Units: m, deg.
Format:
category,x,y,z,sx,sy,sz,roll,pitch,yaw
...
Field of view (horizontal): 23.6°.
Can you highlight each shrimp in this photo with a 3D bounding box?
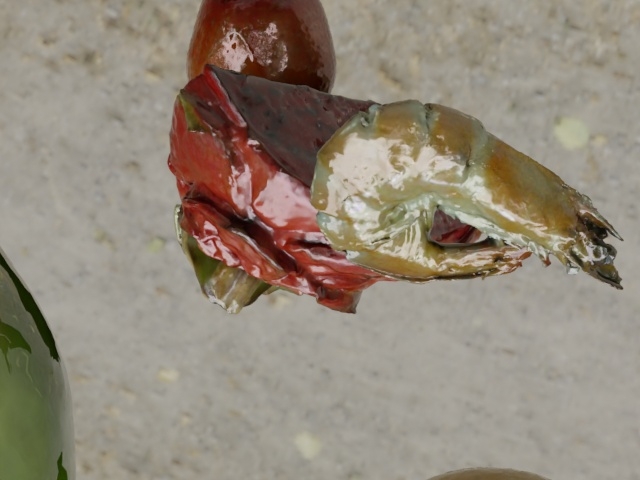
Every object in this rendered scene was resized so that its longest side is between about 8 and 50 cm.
category,x,y,z,sx,sy,sz,roll,pitch,yaw
shrimp,0.077,-0.008,0.763,0.180,0.041,0.099,21,116,-21

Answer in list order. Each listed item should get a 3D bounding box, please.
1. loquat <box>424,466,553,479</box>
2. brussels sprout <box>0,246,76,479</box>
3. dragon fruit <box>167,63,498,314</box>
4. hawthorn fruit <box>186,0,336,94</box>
category,x,y,z,sx,sy,sz,roll,pitch,yaw
loquat,0.142,0.323,1.263,0.275,0.275,0.275,15,148,10
brussels sprout,-0.290,0.107,0.673,0.361,0.342,0.425,-8,107,-13
dragon fruit,0.000,0.000,1.247,0.317,0.152,0.205,8,141,-37
hawthorn fruit,-0.051,-0.165,1.323,0.133,0.133,0.138,3,114,26
